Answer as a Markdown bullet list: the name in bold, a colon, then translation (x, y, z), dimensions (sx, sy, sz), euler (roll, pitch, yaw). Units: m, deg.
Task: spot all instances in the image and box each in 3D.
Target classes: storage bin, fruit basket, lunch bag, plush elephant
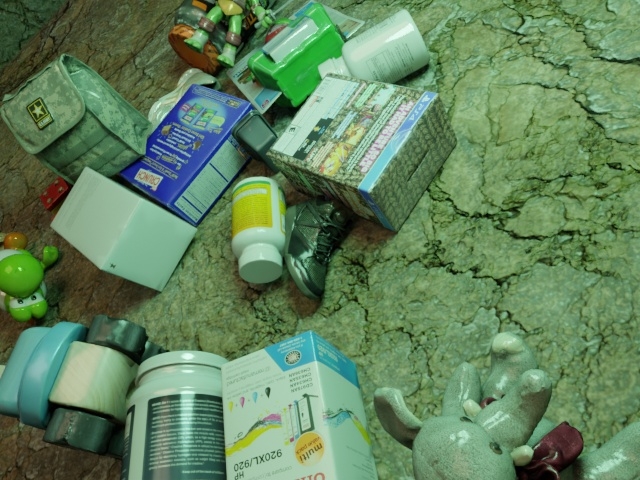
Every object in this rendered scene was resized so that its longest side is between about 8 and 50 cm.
- **storage bin**: translation (-0.134, -0.218, 1.236), dimensions (0.098, 0.135, 0.091), euler (-43, 58, -1)
- **fruit basket**: translation (-0.087, -0.498, 1.368), dimensions (0.327, 0.165, 0.353), euler (-39, 45, 3)
- **lunch bag**: translation (-0.609, -0.289, 1.320), dimensions (0.235, 0.287, 0.169), euler (-26, 43, 22)
- **plush elephant**: translation (0.210, 0.250, 0.627), dimensions (0.330, 0.255, 0.272), euler (-45, 48, -2)

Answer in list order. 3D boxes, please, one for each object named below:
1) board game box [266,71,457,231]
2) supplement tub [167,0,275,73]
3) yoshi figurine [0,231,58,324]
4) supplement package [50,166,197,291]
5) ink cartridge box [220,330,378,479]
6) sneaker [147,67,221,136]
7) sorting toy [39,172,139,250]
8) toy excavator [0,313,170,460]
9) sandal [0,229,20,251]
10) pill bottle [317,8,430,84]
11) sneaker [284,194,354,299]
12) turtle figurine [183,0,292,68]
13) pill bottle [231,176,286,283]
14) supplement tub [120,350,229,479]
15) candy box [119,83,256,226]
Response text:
- **board game box**: translation (0.080, -0.187, 1.072), dimensions (0.291, 0.141, 0.232), euler (27, 76, 40)
- **supplement tub**: translation (-0.289, -0.678, 1.578), dimensions (0.207, 0.207, 0.338), euler (19, 72, 38)
- **yoshi figurine**: translation (-0.822, 0.069, 1.421), dimensions (0.203, 0.203, 0.362), euler (-46, 51, -12)
- **supplement package**: translation (-0.472, -0.030, 1.268), dimensions (0.293, 0.175, 0.177), euler (26, 85, 40)
- **ink cartridge box**: translation (-0.032, 0.293, 0.803), dimensions (0.171, 0.168, 0.232), euler (-23, 52, 15)
- **sneaker**: translation (-0.389, -0.383, 1.520), dimensions (0.121, 0.099, 0.262), euler (23, 75, 35)
- **sorting toy**: translation (-0.680, -0.142, 1.538), dimensions (0.255, 0.089, 0.257), euler (-47, 48, -4)
- **toy excavator**: translation (-0.548, 0.281, 1.065), dimensions (0.445, 0.433, 0.222), euler (11, 63, 5)
- **sandal**: translation (-1.053, 0.001, 1.676), dimensions (0.240, 0.079, 0.088), euler (-5, 58, 29)
- **pill bottle**: translation (0.117, -0.405, 1.200), dimensions (0.229, 0.131, 0.131), euler (-26, 50, 14)
- **sneaker**: translation (0.000, 0.000, 1.029), dimensions (0.130, 0.087, 0.227), euler (-28, 44, 27)
- **turtle figurine**: translation (-0.225, -0.594, 1.348), dimensions (0.275, 0.198, 0.266), euler (28, 95, 41)
- **pill bottle**: translation (-0.126, -0.021, 1.103), dimensions (0.117, 0.117, 0.208), euler (-21, 52, 18)
- **supplement tub**: translation (-0.226, 0.342, 0.874), dimensions (0.191, 0.191, 0.272), euler (-21, 52, 18)
- **candy box**: translation (-0.322, -0.224, 1.354), dimensions (0.268, 0.122, 0.317), euler (29, 77, 40)
